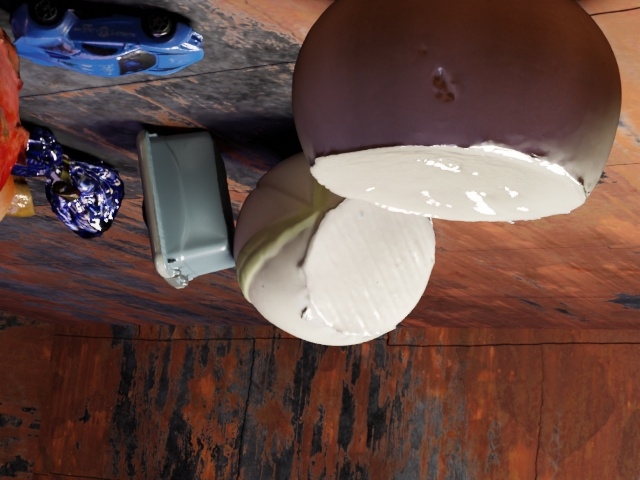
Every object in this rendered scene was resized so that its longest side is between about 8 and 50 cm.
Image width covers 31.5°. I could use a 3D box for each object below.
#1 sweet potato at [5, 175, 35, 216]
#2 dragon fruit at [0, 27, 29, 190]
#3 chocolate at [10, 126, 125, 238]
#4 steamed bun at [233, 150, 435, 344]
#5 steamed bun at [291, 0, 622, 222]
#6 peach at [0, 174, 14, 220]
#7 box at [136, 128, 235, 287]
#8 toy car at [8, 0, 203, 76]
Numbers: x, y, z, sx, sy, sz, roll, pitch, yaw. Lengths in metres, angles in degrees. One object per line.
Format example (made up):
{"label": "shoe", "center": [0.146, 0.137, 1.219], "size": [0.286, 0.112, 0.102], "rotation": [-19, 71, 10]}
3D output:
{"label": "sweet potato", "center": [-0.600, -0.104, 1.942], "size": [0.252, 0.097, 0.097], "rotation": [20, 162, -31]}
{"label": "dragon fruit", "center": [-0.471, -0.133, 1.242], "size": [0.296, 0.301, 0.295], "rotation": [8, 162, 3]}
{"label": "chocolate", "center": [-0.429, -0.116, 1.770], "size": [0.148, 0.126, 0.343], "rotation": [42, 179, 30]}
{"label": "steamed bun", "center": [0.000, 0.000, 1.681], "size": [0.310, 0.309, 0.309], "rotation": [5, 168, 1]}
{"label": "steamed bun", "center": [0.131, -0.147, 1.101], "size": [0.325, 0.206, 0.324], "rotation": [7, 168, 2]}
{"label": "peach", "center": [-0.579, -0.085, 1.806], "size": [0.184, 0.184, 0.184], "rotation": [5, 168, 1]}
{"label": "box", "center": [-0.202, -0.050, 1.692], "size": [0.130, 0.226, 0.162], "rotation": [-10, 166, 2]}
{"label": "toy car", "center": [-0.240, -0.219, 1.275], "size": [0.216, 0.063, 0.103], "rotation": [7, 167, -6]}
